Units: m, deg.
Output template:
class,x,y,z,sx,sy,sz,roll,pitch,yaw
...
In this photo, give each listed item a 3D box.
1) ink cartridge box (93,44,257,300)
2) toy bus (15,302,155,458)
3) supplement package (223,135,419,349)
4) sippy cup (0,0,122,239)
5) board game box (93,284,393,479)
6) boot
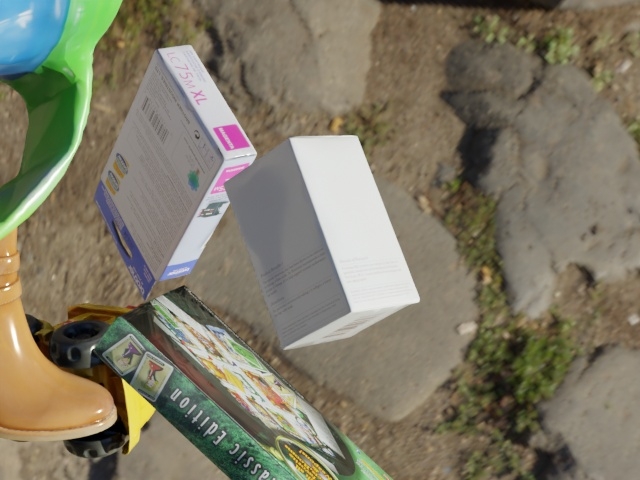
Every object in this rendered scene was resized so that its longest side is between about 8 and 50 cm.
class,x,y,z,sx,sy,sz,roll,pitch,yaw
ink cartridge box,-0.198,-0.081,1.704,0.065,0.311,0.186,-13,61,-38
toy bus,-0.278,0.137,1.569,0.220,0.149,0.211,7,27,23
supplement package,0.000,0.000,1.268,0.105,0.105,0.179,-6,72,-47
sippy cup,-0.237,-0.139,0.545,0.305,0.240,0.224,45,53,13
board game box,-0.006,0.128,0.730,0.259,0.136,0.030,43,97,3
boot,-0.230,0.056,0.937,0.197,0.073,0.152,13,105,-10
